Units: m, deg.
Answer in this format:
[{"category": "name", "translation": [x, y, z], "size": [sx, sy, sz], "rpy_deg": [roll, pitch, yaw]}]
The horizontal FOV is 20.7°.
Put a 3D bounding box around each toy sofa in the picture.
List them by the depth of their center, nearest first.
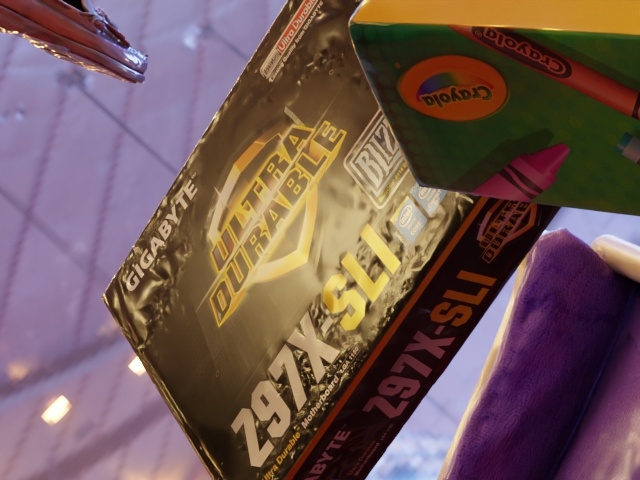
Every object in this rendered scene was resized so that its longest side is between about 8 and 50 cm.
[{"category": "toy sofa", "translation": [0.209, 0.181, 1.408], "size": [0.177, 0.150, 0.362], "rpy_deg": [22, -86, -25]}]

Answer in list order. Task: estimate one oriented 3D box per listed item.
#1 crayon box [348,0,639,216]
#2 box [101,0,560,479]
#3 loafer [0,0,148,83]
[{"category": "crayon box", "translation": [0.152, -0.132, 0.625], "size": [0.278, 0.165, 0.081], "rpy_deg": [-55, -44, -30]}, {"category": "box", "translation": [0.000, 0.000, 1.196], "size": [0.079, 0.257, 0.322], "rpy_deg": [14, -61, -44]}, {"category": "loafer", "translation": [-0.130, -0.112, 0.863], "size": [0.125, 0.045, 0.039], "rpy_deg": [20, -93, -46]}]
